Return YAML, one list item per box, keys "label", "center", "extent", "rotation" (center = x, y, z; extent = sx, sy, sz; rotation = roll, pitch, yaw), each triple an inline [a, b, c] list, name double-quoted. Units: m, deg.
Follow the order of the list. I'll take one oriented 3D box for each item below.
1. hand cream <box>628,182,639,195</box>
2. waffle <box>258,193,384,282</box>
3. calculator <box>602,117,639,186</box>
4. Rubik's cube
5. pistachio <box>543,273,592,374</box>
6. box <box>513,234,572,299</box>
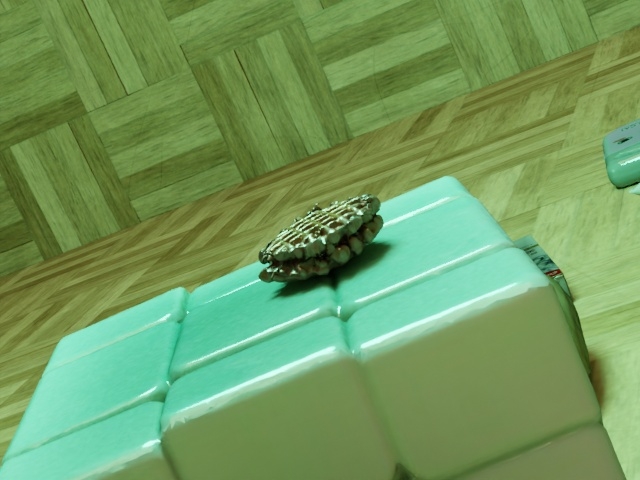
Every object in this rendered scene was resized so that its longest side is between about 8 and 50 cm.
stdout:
- label: "hand cream"
  center: [0.498, -0.089, 1.588]
  extent: [0.185, 0.118, 0.359]
  rotation: [-24, 5, -1]
- label: "waffle"
  center: [0.000, 0.000, 0.804]
  extent: [0.075, 0.029, 0.083]
  rotation: [-18, 16, 37]
- label: "calculator"
  center: [0.487, -0.139, 1.968]
  extent: [0.141, 0.045, 0.246]
  rotation: [-22, 13, 17]
- label: "Rubik's cube"
  center: [0.020, 0.180, 0.819]
  extent: [0.316, 0.319, 0.322]
  rotation: [-24, 12, 1]
- label: "pistachio"
  center: [0.202, 0.106, 1.305]
  extent: [0.206, 0.131, 0.129]
  rotation: [-86, 17, -71]
- label: "box"
  center: [0.259, 0.042, 1.639]
  extent: [0.055, 0.039, 0.218]
  rotation: [-23, 12, 2]
